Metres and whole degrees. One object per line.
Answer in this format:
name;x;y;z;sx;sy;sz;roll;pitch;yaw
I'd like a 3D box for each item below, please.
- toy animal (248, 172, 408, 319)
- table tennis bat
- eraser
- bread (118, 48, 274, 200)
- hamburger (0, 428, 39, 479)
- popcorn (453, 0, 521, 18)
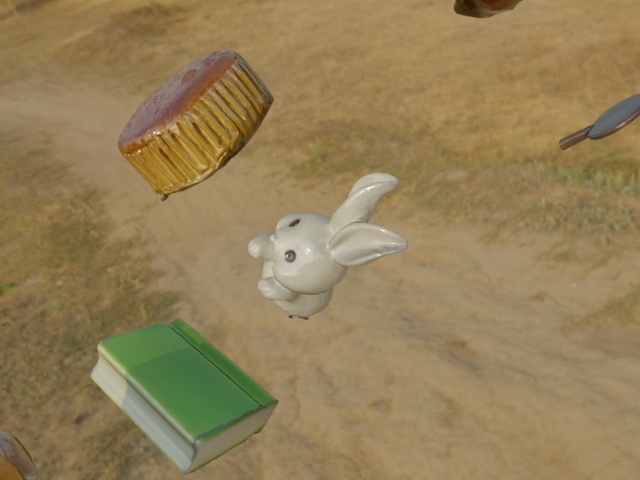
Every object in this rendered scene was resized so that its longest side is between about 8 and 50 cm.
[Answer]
toy animal;-0.001;0.003;0.885;0.130;0.221;0.104;14;55;-19
table tennis bat;0.440;-0.231;1.261;0.170;0.119;0.107;-30;15;48
eraser;-0.232;0.254;1.303;0.274;0.092;0.210;33;28;28
bread;-0.161;-0.153;0.950;0.199;0.104;0.199;-30;28;18
hamburger;-0.414;0.329;0.799;0.276;0.276;0.236;-27;16;-27
popcorn;0.037;-0.340;0.612;0.321;0.290;0.326;9;26;2
